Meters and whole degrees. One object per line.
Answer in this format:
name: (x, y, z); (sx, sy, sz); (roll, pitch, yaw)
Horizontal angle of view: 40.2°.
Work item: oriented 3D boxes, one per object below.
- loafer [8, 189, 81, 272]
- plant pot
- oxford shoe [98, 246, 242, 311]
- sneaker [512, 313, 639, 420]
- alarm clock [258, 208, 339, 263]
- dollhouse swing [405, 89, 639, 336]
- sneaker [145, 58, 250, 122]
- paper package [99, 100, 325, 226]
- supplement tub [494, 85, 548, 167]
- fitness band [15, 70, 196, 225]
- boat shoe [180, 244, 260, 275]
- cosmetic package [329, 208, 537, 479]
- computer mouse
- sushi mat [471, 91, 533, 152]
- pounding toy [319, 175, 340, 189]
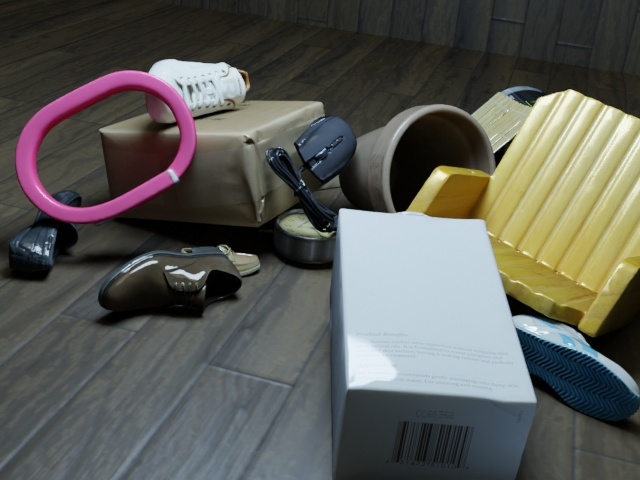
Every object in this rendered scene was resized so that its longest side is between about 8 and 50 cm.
loafer: (-0.432, -0.014, 1.433); (0.078, 0.076, 0.223); (12, 30, 1)
plant pot: (0.153, -0.120, 1.631); (0.263, 0.262, 0.229); (-12, 12, -33)
oxford shoe: (-0.216, 0.065, 1.298); (0.227, 0.082, 0.096); (-14, 36, -35)
sneaker: (0.345, 0.163, 1.207); (0.092, 0.087, 0.229); (-14, 33, -40)
alarm clock: (0.000, 0.000, 1.505); (0.192, 0.064, 0.129); (16, 26, 28)
dollhouse swing: (0.380, -0.075, 1.375); (0.347, 0.304, 0.315); (32, 17, 27)
sneaker: (-0.208, -0.274, 1.544); (0.123, 0.105, 0.290); (-2, 17, 17)
paper package: (-0.182, -0.150, 1.600); (0.325, 0.168, 0.309); (4, 20, 27)
supplement tub: (0.472, -0.204, 1.897); (0.194, 0.193, 0.316); (2, 25, -8)
fitness band: (-0.340, -0.146, 1.394); (0.291, 0.209, 0.054); (-28, 4, -3)
boat shoe: (-0.163, 0.031, 1.422); (0.135, 0.045, 0.050); (-3, 27, -19)
cosmetic package: (0.122, 0.121, 1.113); (0.217, 0.156, 0.385); (6, 31, -1)
computer mouse: (0.027, -0.124, 1.512); (0.060, 0.184, 0.262); (-30, 6, 34)
sushi mat: (0.298, -0.188, 1.815); (0.316, 0.019, 0.151); (-39, 38, -4)
pounding toy: (-0.038, -0.176, 1.831); (0.130, 0.100, 0.141); (-10, 29, -32)
